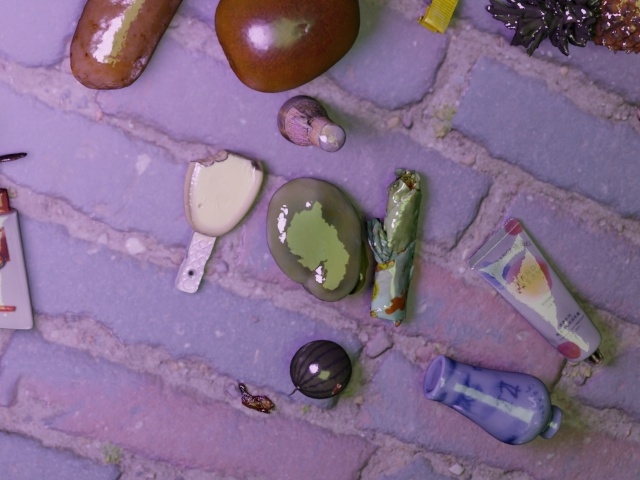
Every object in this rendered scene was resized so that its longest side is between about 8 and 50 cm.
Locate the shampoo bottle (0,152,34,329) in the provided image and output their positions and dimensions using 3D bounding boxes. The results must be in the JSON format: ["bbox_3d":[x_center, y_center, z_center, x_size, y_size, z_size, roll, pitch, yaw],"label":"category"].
[{"bbox_3d":[-0.522,-0.001,1.726,0.153,0.071,0.284,4,104,-16],"label":"shampoo bottle"}]

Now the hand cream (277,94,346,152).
[{"bbox_3d":[-0.008,-0.178,1.757,0.084,0.203,0.084,-5,108,-15],"label":"hand cream"}]

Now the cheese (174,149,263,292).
[{"bbox_3d":[-0.189,-0.033,1.826,0.127,0.050,0.255,19,99,-20],"label":"cheese"}]

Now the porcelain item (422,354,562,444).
[{"bbox_3d":[0.323,0.295,2.025,0.259,0.141,0.141,24,97,-12],"label":"porcelain item"}]

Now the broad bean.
[{"bbox_3d":[0.000,0.000,1.868,0.169,0.100,0.228,-44,110,-8],"label":"broad bean"}]

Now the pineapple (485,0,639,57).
[{"bbox_3d":[0.459,-0.395,1.869,0.341,0.169,0.169,-2,106,-7],"label":"pineapple"}]

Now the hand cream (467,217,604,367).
[{"bbox_3d":[0.422,0.115,2.040,0.124,0.078,0.340,-44,107,0],"label":"hand cream"}]

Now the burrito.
[{"bbox_3d":[0.122,0.016,1.917,0.104,0.054,0.288,-3,106,-39],"label":"burrito"}]

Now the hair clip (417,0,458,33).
[{"bbox_3d":[0.223,-0.436,1.838,0.072,0.046,0.173,29,94,-25],"label":"hair clip"}]

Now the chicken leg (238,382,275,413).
[{"bbox_3d":[-0.119,0.287,1.951,0.083,0.021,0.036,32,104,-17],"label":"chicken leg"}]

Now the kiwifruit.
[{"bbox_3d":[-0.047,-0.342,1.710,0.234,0.196,0.196,-27,111,-14],"label":"kiwifruit"}]

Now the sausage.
[{"bbox_3d":[-0.222,-0.443,1.661,0.136,0.123,0.500,36,93,-4],"label":"sausage"}]

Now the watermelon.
[{"bbox_3d":[-0.009,0.234,1.919,0.133,0.105,0.105,-32,113,-28],"label":"watermelon"}]
